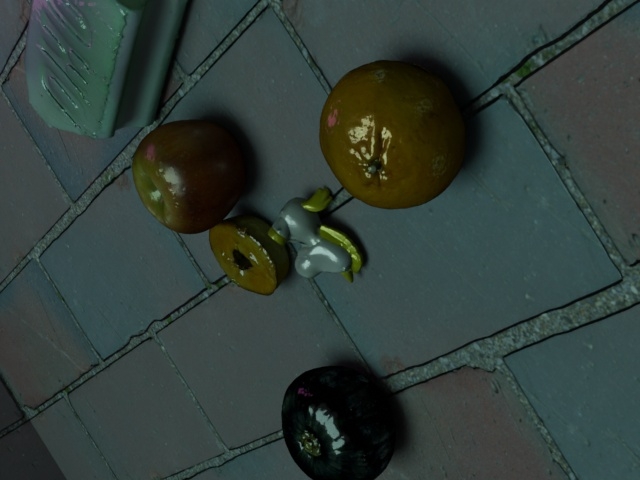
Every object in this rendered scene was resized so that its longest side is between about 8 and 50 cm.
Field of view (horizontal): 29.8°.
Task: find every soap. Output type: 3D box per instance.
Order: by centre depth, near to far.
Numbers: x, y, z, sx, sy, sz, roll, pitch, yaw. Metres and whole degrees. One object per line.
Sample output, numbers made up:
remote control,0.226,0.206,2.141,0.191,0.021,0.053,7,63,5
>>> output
soap,-0.410,-0.362,2.215,0.261,0.156,0.446,47,144,15

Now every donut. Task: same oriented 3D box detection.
donut,-0.126,0.023,2.238,0.178,0.065,0.162,20,135,40

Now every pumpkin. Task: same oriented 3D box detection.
pumpkin,0.029,0.340,2.198,0.233,0.163,0.233,27,133,34

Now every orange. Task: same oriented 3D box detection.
orange,0.101,-0.150,1.731,0.219,0.193,0.219,11,109,35

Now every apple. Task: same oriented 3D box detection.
apple,-0.235,-0.121,2.173,0.235,0.173,0.210,14,130,56

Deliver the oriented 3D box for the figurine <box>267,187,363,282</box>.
figurine,-0.004,0.005,2.059,0.130,0.109,0.178,-29,96,33
